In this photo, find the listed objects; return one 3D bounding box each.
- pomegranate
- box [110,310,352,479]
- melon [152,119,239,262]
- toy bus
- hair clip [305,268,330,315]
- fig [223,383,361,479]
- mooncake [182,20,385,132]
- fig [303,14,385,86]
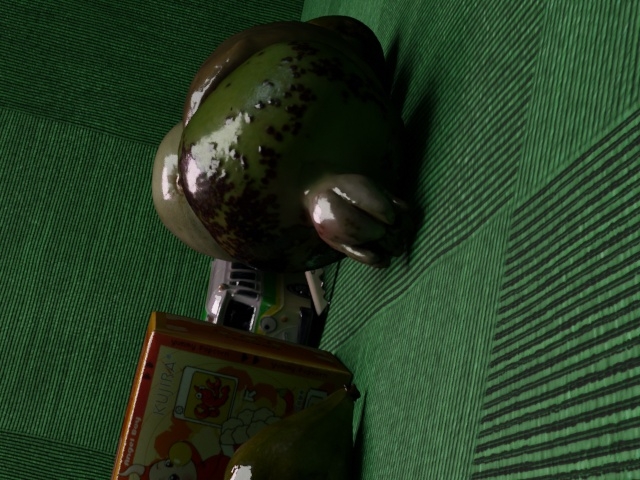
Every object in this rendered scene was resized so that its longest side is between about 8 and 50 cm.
[{"bbox_3d":[-0.006,-0.069,1.441,0.341,0.285,0.285,49,129,49],"label":"pomegranate"},{"bbox_3d":[-0.126,0.262,1.580,0.214,0.259,0.283,-142,66,-83],"label":"box"},{"bbox_3d":[-0.130,-0.091,1.927,0.308,0.272,0.272,70,-149,-73],"label":"melon"},{"bbox_3d":[-0.099,0.107,1.996,0.305,0.179,0.143,-95,20,-70],"label":"toy bus"},{"bbox_3d":[0.000,0.000,1.863,0.034,0.072,0.226,150,132,-85],"label":"hair clip"},{"bbox_3d":[-0.017,0.236,1.335,0.185,0.133,0.126,-56,-1,0],"label":"fig"},{"bbox_3d":[-0.046,-0.156,1.673,0.155,0.284,0.284,-110,35,-70],"label":"mooncake"},{"bbox_3d":[0.017,-0.226,1.862,0.245,0.195,0.195,58,-145,-51],"label":"fig"}]
